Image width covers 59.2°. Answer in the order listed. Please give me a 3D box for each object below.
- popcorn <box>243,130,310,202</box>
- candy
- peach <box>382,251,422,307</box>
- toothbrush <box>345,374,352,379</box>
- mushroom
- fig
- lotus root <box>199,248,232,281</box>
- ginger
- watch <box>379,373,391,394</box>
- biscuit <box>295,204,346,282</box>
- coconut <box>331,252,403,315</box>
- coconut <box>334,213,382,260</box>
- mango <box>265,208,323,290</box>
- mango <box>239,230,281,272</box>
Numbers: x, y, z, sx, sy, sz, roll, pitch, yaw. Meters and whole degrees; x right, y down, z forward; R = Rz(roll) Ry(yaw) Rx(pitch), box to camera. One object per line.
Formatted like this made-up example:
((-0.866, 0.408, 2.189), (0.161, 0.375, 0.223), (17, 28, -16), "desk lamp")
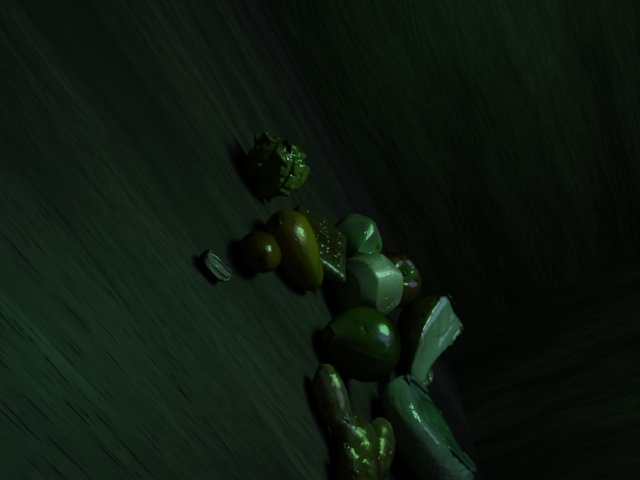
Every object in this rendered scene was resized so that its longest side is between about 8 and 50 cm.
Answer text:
((-0.129, -0.220, 1.590), (0.187, 0.167, 0.185), (52, 17, -35), "popcorn")
((0.323, 0.617, 1.802), (0.427, 0.186, 0.386), (53, 9, -34), "candy")
((0.319, 0.179, 2.494), (0.252, 0.253, 0.252), (59, 15, -26), "peach")
((0.146, 0.360, 1.775), (0.342, 0.025, 0.030), (-26, 98, -65), "toothbrush")
((0.403, 0.441, 2.417), (0.224, 0.314, 0.397), (49, 57, -22), "mushroom")
((0.113, 0.276, 1.567), (0.230, 0.207, 0.207), (50, 18, -22), "fig")
((-0.207, 0.053, 1.093), (0.083, 0.030, 0.037), (50, 51, -41), "lotus root")
((0.096, 0.513, 1.315), (0.348, 0.122, 0.363), (-95, 163, -49), "ginger")
((0.170, 0.352, 1.978), (0.276, 0.068, 0.274), (62, 18, -17), "watch")
((0.000, 0.000, 1.797), (0.217, 0.044, 0.325), (38, 20, -12), "biscuit")
((0.161, 0.154, 1.860), (0.231, 0.227, 0.227), (-6, 68, -39), "coconut")
((0.132, 0.009, 2.121), (0.205, 0.235, 0.236), (28, 21, -7), "coconut")
((-0.062, 0.030, 1.535), (0.176, 0.119, 0.316), (-104, 172, -48), "mango")
((-0.136, 0.025, 1.310), (0.102, 0.085, 0.184), (60, 3, -3), "mango")
